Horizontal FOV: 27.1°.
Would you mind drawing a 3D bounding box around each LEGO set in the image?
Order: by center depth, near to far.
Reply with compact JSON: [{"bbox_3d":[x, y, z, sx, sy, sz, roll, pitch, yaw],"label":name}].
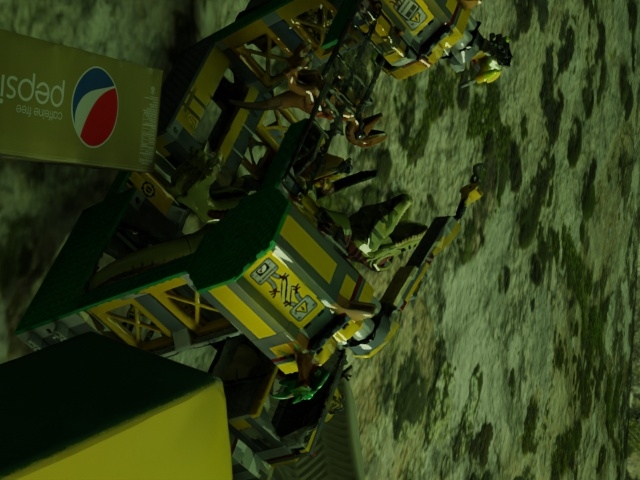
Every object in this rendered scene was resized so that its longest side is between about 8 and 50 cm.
[{"bbox_3d":[0.000,0.000,0.766,0.192,0.255,0.331,45,37,-27],"label":"LEGO set"}]

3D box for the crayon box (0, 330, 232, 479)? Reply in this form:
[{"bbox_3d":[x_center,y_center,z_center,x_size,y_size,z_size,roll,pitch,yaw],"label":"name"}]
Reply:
[{"bbox_3d":[-0.173,0.258,0.541,0.313,0.106,0.362,-19,114,-44],"label":"crayon box"}]

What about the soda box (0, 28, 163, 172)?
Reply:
[{"bbox_3d":[-0.151,-0.069,0.652,0.181,0.061,0.058,4,91,-66],"label":"soda box"}]

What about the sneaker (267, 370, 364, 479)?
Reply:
[{"bbox_3d":[-0.020,0.223,0.849,0.350,0.131,0.148,-80,169,-61],"label":"sneaker"}]
